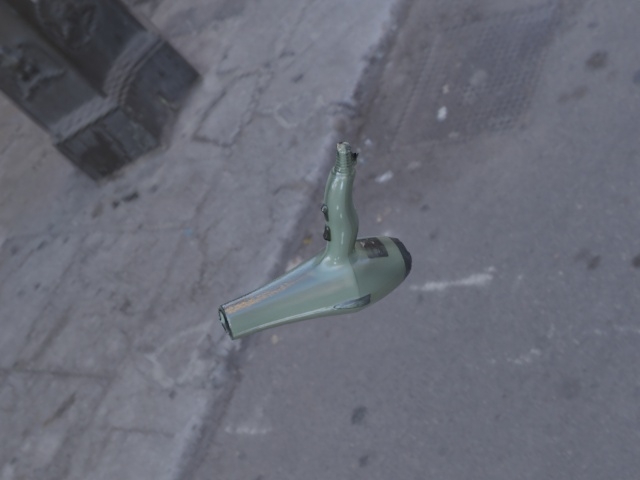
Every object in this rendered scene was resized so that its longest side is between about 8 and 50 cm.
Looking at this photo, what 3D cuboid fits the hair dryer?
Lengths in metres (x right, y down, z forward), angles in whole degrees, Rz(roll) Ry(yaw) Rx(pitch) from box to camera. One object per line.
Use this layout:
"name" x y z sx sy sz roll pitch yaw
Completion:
"hair dryer" -0.021 0.025 1.071 0.219 0.225 0.088 -35 50 -3
